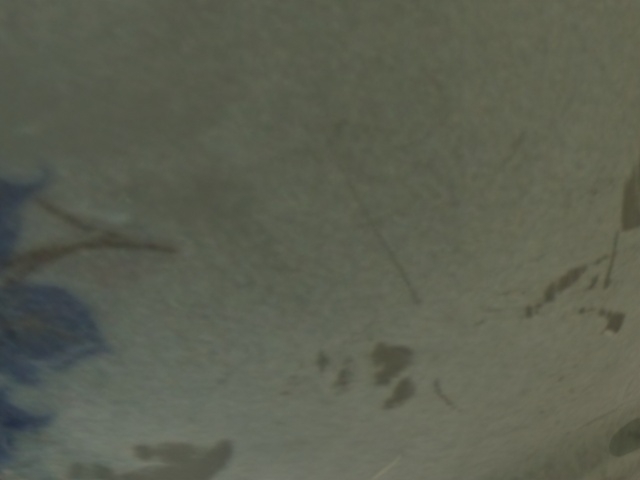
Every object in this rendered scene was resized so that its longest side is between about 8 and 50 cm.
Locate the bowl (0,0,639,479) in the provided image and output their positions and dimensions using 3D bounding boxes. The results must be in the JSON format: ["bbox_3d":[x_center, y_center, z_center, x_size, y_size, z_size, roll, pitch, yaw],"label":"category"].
[{"bbox_3d":[0.000,0.000,0.438,0.313,0.146,0.313,-21,-3,-1],"label":"bowl"}]
